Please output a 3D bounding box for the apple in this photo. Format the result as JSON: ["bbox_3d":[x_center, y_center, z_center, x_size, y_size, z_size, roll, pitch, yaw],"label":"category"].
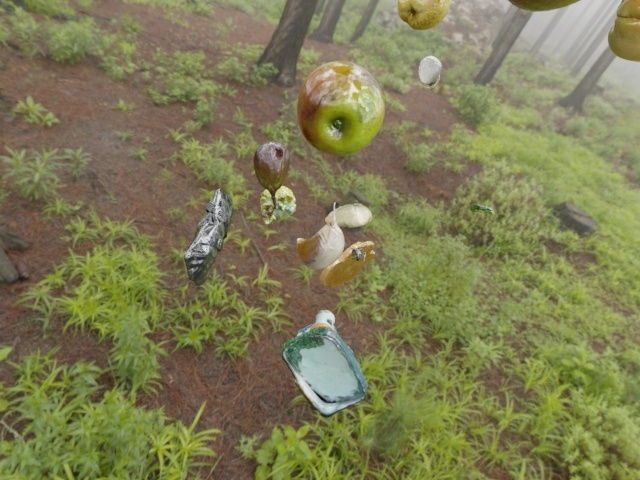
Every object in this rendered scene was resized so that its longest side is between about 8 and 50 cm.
[{"bbox_3d":[0.073,-0.476,1.545,0.339,0.340,0.340,21,31,-13],"label":"apple"}]

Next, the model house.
[{"bbox_3d":[0.021,0.334,1.279,0.253,0.184,0.291,57,13,-12],"label":"model house"}]

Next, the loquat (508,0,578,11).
[{"bbox_3d":[0.569,-0.735,0.989,0.328,0.329,0.359,35,51,10],"label":"loquat"}]

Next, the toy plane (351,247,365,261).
[{"bbox_3d":[0.141,0.053,1.551,0.031,0.049,0.120,-2,2,-16],"label":"toy plane"}]

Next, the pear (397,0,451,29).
[{"bbox_3d":[0.325,-0.752,1.311,0.177,0.178,0.178,21,31,-13],"label":"pear"}]

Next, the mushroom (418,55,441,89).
[{"bbox_3d":[0.477,-0.734,1.821,0.093,0.116,0.225,28,21,12],"label":"mushroom"}]

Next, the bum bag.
[{"bbox_3d":[-0.342,-0.022,1.310,0.095,0.144,0.341,10,55,9],"label":"bum bag"}]

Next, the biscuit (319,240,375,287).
[{"bbox_3d":[0.135,0.105,1.977,0.375,0.270,0.051,-16,54,-46],"label":"biscuit"}]

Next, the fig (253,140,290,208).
[{"bbox_3d":[-0.199,-0.267,1.727,0.145,0.275,0.170,0,9,10],"label":"fig"}]

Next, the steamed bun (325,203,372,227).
[{"bbox_3d":[0.155,-0.124,1.981,0.230,0.111,0.212,-14,10,-15],"label":"steamed bun"}]

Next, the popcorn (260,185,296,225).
[{"bbox_3d":[-0.223,-0.173,2.109,0.197,0.198,0.213,30,52,2],"label":"popcorn"}]

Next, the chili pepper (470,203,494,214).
[{"bbox_3d":[0.546,-0.108,1.410,0.030,0.034,0.091,-33,31,-28],"label":"chili pepper"}]

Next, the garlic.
[{"bbox_3d":[0.008,0.003,1.173,0.090,0.198,0.129,-6,61,-38],"label":"garlic"}]

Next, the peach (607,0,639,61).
[{"bbox_3d":[0.799,-0.521,0.993,0.184,0.184,0.184,21,31,-13],"label":"peach"}]
